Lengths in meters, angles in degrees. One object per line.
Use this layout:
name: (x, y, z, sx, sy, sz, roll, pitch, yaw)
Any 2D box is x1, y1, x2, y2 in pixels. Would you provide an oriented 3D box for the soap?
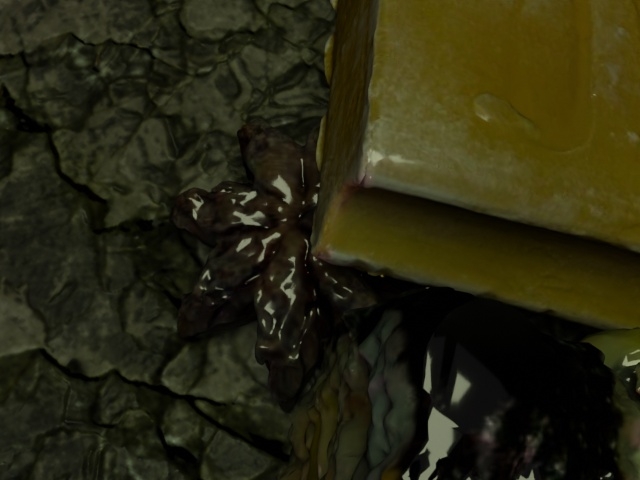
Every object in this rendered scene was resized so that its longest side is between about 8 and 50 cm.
soap: (0.171, -0.094, 1.052, 0.335, 0.156, 0.293, 14, 59, -11)

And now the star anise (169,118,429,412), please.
star anise: (0.001, 0.001, 1.086, 0.236, 0.109, 0.223, 36, 69, 13)

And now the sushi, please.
sushi: (0.120, 0.206, 0.900, 0.285, 0.328, 0.328, 13, 68, -11)
